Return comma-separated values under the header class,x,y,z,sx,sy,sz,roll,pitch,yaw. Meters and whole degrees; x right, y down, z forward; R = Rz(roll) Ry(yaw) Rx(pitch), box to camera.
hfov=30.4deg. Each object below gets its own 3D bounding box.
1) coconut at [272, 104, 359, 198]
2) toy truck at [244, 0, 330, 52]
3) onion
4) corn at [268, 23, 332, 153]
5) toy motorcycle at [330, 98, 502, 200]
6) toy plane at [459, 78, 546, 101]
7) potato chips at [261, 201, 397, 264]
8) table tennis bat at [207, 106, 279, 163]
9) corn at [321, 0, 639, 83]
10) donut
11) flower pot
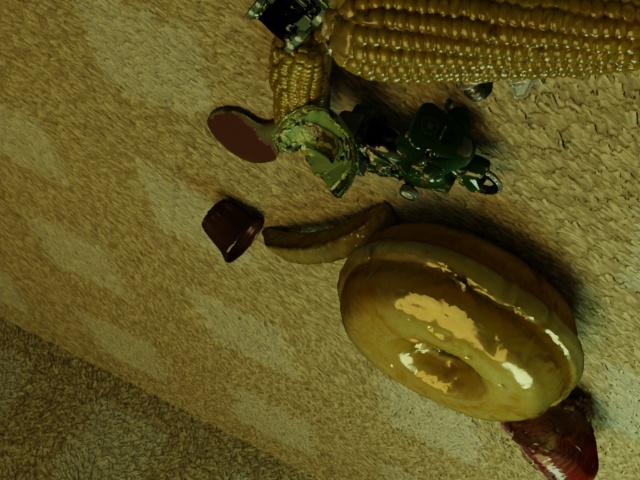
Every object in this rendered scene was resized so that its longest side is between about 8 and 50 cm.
class,x,y,z,sx,sy,sz,roll,pitch,yaw
coconut,0.008,-0.136,1.719,0.158,0.055,0.133,54,133,19
toy truck,-0.021,-0.333,1.563,0.085,0.116,0.191,38,163,-9
onion,0.438,0.350,2.188,0.230,0.163,0.230,41,-175,-5
corn,-0.031,-0.224,1.786,0.101,0.101,0.291,28,156,11
toy motorcycle,0.127,-0.136,1.729,0.275,0.124,0.187,14,157,35
toy plane,0.222,-0.237,1.463,0.255,0.101,0.251,6,155,43
potato chips,0.000,0.000,2.158,0.057,0.080,0.407,34,157,-26
table tennis bat,-0.114,-0.185,2.030,0.131,0.022,0.234,46,153,-23
corn,0.192,-0.246,1.323,0.387,0.144,0.144,0,145,12
donut,0.230,0.144,1.987,0.449,0.198,0.449,23,151,13
flower pot,-0.179,-0.026,2.292,0.089,0.111,0.111,40,156,12
